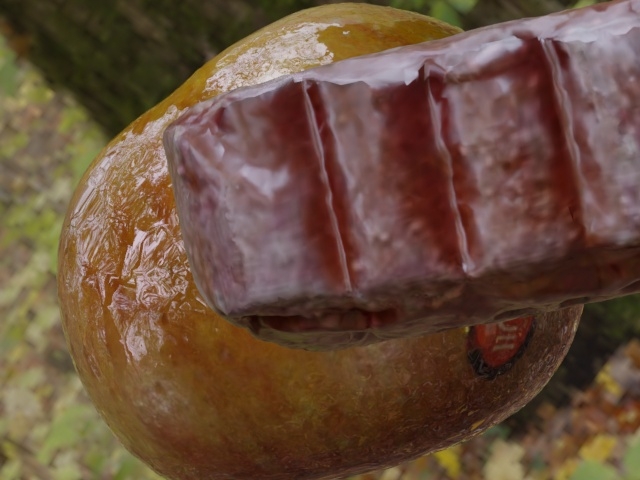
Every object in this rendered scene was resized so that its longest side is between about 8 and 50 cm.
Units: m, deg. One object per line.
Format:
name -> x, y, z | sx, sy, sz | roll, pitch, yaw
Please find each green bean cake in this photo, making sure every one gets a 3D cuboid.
green bean cake -> 0.046, -0.013, 0.391 | 0.135, 0.056, 0.135 | -15, -3, 11

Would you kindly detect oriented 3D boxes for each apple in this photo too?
apple -> 0.000, 0.000, 1.384 | 0.400, 0.334, 0.400 | -15, 3, 1
